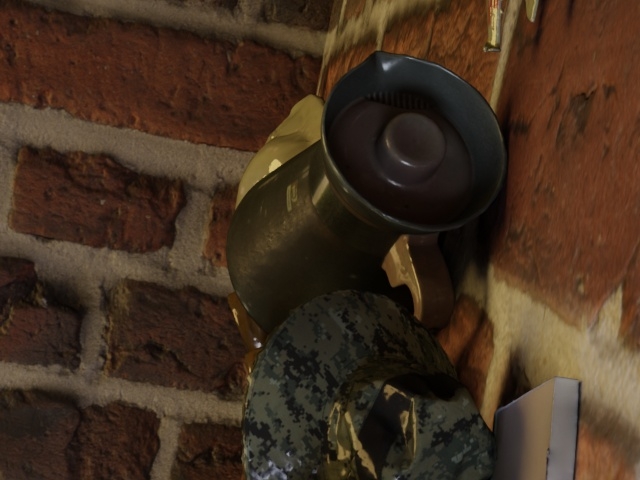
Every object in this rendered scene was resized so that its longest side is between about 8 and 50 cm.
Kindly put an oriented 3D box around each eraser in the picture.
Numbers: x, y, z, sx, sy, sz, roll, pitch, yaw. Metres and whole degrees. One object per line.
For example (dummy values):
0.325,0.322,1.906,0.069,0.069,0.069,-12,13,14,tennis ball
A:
0.164,0.170,1.011,0.150,0.023,0.104,120,159,-70,eraser

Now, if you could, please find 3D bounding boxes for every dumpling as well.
0.000,0.000,1.838,0.315,0.233,0.395,-115,21,-74,dumpling

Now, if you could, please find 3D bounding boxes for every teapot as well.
0.050,-0.009,1.409,0.344,0.253,0.300,122,136,-60,teapot

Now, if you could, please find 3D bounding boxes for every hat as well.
0.067,0.170,1.050,0.128,0.265,0.265,-3,75,55,hat

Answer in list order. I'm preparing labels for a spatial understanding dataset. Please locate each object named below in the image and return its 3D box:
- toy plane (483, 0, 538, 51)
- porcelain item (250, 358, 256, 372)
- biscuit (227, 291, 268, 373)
0.186,-0.313,1.243,0.256,0.104,0.242,-91,11,-59,toy plane
0.012,0.261,1.281,0.281,0.157,0.286,91,170,-45,porcelain item
-0.018,0.238,1.640,0.394,0.076,0.368,-133,22,-83,biscuit
